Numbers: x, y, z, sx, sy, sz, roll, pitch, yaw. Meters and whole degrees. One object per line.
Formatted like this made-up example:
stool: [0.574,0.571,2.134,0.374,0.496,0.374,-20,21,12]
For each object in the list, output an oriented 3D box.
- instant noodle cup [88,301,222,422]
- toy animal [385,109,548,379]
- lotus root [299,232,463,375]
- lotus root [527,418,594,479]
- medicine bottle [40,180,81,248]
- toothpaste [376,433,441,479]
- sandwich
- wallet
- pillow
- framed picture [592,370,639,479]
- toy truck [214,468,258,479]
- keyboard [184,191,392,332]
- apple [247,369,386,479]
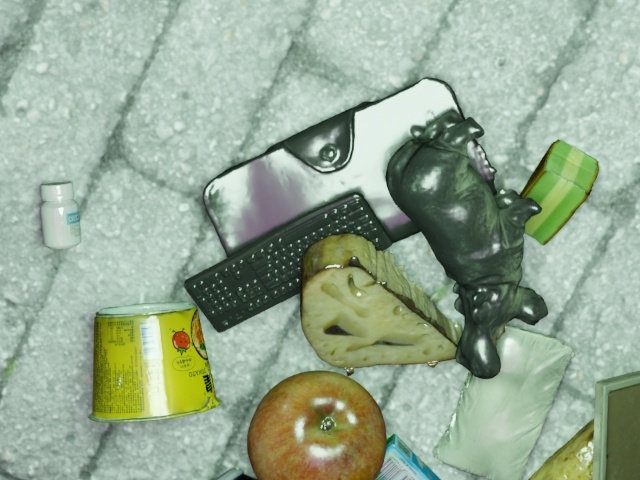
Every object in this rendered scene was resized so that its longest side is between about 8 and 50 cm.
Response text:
instant noodle cup: [-0.229,0.160,1.766,0.182,0.182,0.144,-4,92,6]
toy animal: [0.207,0.006,1.686,0.168,0.106,0.343,-26,106,-8]
lotus root: [0.063,0.100,1.737,0.170,0.074,0.260,-30,127,16]
lotus root: [0.363,0.328,1.786,0.110,0.097,0.258,41,105,-7]
medicine bottle: [-0.358,-0.036,1.791,0.052,0.052,0.089,-3,101,5]
toothpaste: [0.171,0.389,1.834,0.065,0.050,0.266,-44,95,10]
sandwich: [0.311,-0.064,1.755,0.074,0.074,0.116,30,134,-2]
wallet: [0.039,-0.071,1.754,0.378,0.051,0.197,-23,101,7]
pillow: [0.250,0.226,1.795,0.128,0.051,0.229,22,104,4]
framed picture: [0.450,0.321,1.742,0.241,0.020,0.324,-10,105,-33]
toy truck: [-0.151,0.498,1.827,0.178,0.176,0.363,30,104,11]
keyboard: [0.002,0.005,1.726,0.381,0.041,0.103,-31,115,8]
apple: [-0.003,0.267,1.747,0.188,0.174,0.188,5,64,-9]
